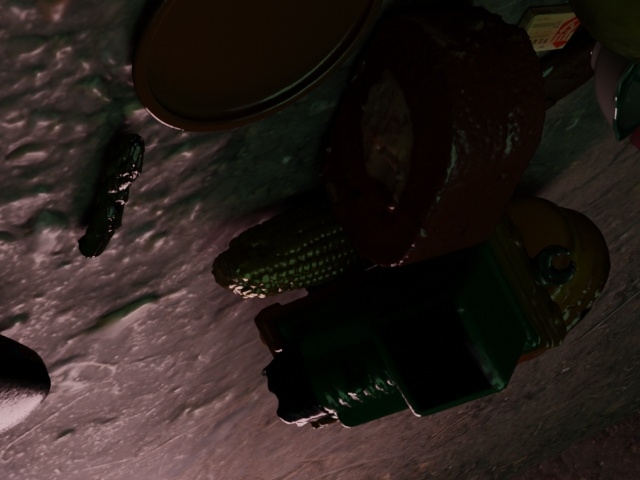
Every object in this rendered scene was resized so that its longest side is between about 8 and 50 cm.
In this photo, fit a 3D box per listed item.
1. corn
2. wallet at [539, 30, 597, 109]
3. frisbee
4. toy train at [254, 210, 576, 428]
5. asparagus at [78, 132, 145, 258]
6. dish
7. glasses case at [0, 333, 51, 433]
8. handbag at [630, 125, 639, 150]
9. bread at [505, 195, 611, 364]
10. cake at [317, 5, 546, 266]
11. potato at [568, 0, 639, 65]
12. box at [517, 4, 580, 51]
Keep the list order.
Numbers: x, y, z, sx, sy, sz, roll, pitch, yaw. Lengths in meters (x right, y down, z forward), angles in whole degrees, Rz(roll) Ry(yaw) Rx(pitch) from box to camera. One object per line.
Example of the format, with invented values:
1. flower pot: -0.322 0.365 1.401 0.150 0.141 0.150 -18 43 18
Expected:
1. corn: 0.000 0.000 1.315 0.261 0.097 0.097 -18 150 -29
2. wallet: 0.255 -0.176 1.388 0.176 0.026 0.095 -34 154 -3
3. frisbee: -0.050 -0.186 1.008 0.250 0.021 0.251 -28 155 -14
4. toy train: 0.092 0.113 1.353 0.429 0.178 0.249 -24 -168 26
5. asparagus: -0.192 -0.043 1.078 0.036 0.030 0.165 -2 142 -28
6. dish: 0.381 -0.237 1.352 0.224 0.078 0.246 -17 140 -52
7. glasses case: -0.377 0.129 1.097 0.122 0.082 0.321 -39 153 8
8. handbag: 0.571 -0.162 1.672 0.225 0.135 0.146 -19 146 -27
9. bread: 0.270 0.059 1.631 0.269 0.195 0.142 -44 144 14
10. cake: 0.114 -0.098 1.180 0.150 0.177 0.283 -15 147 -36
11. potato: 0.321 -0.290 1.066 0.242 0.243 0.285 -10 150 -41
12. box: 0.251 -0.234 1.293 0.093 0.015 0.058 -13 149 -38
